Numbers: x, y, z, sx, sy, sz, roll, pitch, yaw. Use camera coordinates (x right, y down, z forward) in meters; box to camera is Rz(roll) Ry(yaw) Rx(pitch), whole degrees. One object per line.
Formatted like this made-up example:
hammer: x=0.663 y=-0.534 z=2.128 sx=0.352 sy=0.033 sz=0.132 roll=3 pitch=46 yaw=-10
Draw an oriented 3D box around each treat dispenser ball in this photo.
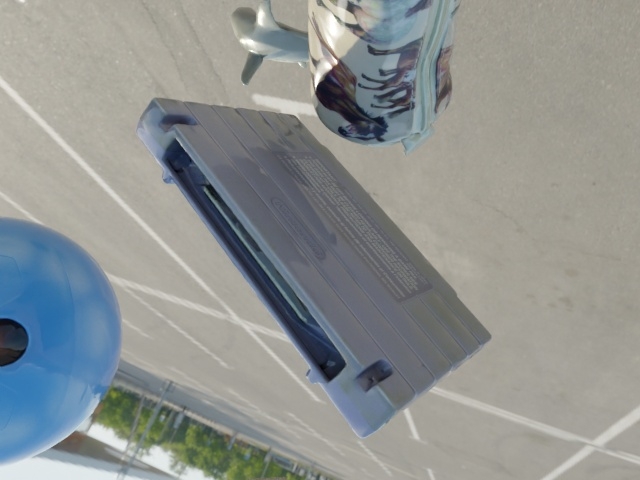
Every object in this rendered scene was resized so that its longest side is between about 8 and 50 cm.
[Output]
treat dispenser ball: x=-0.381 y=0.114 z=0.656 sx=0.288 sy=0.288 sz=0.288 roll=21 pitch=158 yaw=9

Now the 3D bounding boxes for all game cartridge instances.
game cartridge: x=0.000 y=0.000 z=0.564 sx=0.355 sy=0.068 sz=0.230 roll=51 pitch=-153 yaw=19

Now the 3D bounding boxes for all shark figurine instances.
shark figurine: x=-0.039 y=-0.332 z=0.876 sx=0.279 sy=0.166 sz=0.116 roll=7 pitch=149 yaw=18

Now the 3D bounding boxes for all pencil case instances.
pencil case: x=0.068 y=-0.259 z=0.494 sx=0.410 sy=0.160 sz=0.183 roll=88 pitch=156 yaw=-60

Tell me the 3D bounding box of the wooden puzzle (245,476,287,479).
wooden puzzle: x=-0.085 y=0.355 z=0.777 sx=0.116 sy=0.078 sz=0.014 roll=4 pitch=-150 yaw=-26
